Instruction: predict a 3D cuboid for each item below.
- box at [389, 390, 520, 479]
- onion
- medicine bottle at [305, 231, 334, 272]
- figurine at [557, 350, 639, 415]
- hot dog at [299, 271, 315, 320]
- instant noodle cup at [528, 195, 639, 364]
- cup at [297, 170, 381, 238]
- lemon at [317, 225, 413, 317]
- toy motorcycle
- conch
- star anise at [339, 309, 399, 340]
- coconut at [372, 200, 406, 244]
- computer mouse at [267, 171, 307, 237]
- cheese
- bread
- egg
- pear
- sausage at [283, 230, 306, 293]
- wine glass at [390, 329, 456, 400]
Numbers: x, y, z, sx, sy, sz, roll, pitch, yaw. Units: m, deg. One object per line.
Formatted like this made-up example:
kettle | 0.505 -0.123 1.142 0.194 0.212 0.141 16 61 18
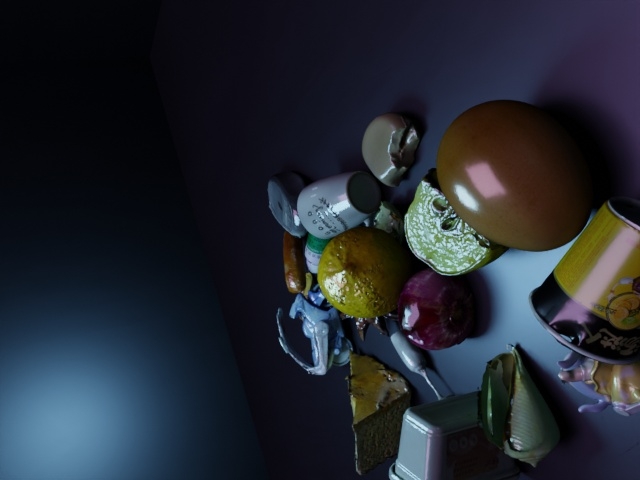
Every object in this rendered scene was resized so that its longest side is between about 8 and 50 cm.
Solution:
box | 0.328 0.485 1.338 0.175 0.311 0.182 16 107 59
onion | 0.285 0.179 1.422 0.200 0.200 0.207 44 132 46
medicine bottle | 0.000 0.000 1.965 0.095 0.095 0.260 53 145 39
figurine | 0.526 0.247 1.023 0.208 0.128 0.184 39 155 -14
hot dog | -0.044 0.260 2.152 0.123 0.093 0.262 -41 65 59
instant noodle cup | 0.507 0.059 0.955 0.215 0.215 0.236 49 132 42
cup | 0.088 -0.089 1.714 0.258 0.186 0.234 53 147 -14
lemon | 0.128 0.085 1.539 0.258 0.310 0.258 2 97 18
toy motorcycle | -0.024 0.319 1.990 0.182 0.241 0.319 141 115 -67
conch | 0.430 0.379 1.254 0.143 0.137 0.251 -38 69 27
star anise | 0.136 0.193 1.708 0.272 0.102 0.272 9 105 36
coconut | 0.204 -0.051 1.591 0.133 0.055 0.158 49 161 1
computer mouse | -0.102 -0.135 2.079 0.374 0.114 0.203 -130 35 -55
cheese | 0.190 -0.260 1.506 0.175 0.091 0.202 62 149 24
bread | 0.121 0.541 1.789 0.315 0.279 0.248 15 122 46
egg | 0.367 -0.121 1.061 0.322 0.250 0.250 57 146 24
pear | 0.324 -0.021 1.290 0.238 0.164 0.255 51 149 24
sausage | -0.098 0.059 2.074 0.103 0.076 0.302 69 -168 -46
wine glass | 0.287 0.364 1.610 0.262 0.074 0.074 55 145 38
